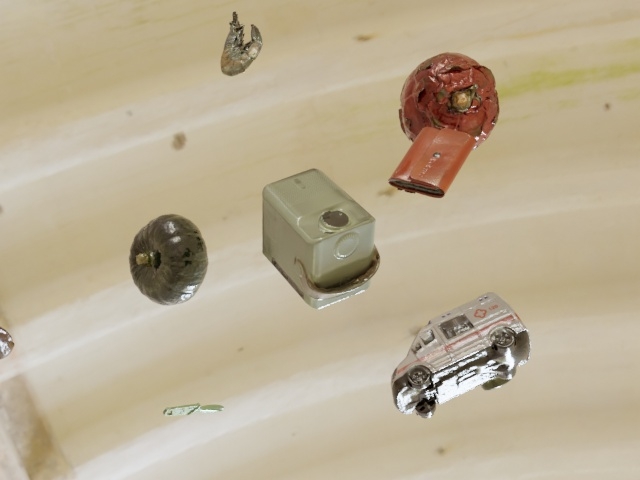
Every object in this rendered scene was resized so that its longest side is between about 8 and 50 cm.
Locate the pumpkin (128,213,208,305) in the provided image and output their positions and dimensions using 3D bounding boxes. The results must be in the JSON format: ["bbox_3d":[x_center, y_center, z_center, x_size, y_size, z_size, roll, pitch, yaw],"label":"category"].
[{"bbox_3d":[-0.352,0.043,2.143,0.211,0.152,0.212,-1,-91,31],"label":"pumpkin"}]

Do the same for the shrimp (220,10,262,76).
[{"bbox_3d":[-0.145,-0.370,1.749,0.034,0.091,0.161,50,31,-48],"label":"shrimp"}]

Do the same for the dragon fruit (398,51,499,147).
[{"bbox_3d":[0.343,-0.355,2.495,0.277,0.277,0.342,64,-9,6],"label":"dragon fruit"}]

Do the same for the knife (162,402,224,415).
[{"bbox_3d":[-0.233,0.316,1.752,0.014,0.030,0.207,52,15,21],"label":"knife"}]

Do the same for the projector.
[{"bbox_3d":[0.000,0.000,1.802,0.242,0.163,0.177,47,-33,40],"label":"projector"}]

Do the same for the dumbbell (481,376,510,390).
[{"bbox_3d":[0.255,0.176,1.465,0.118,0.052,0.046,65,-12,4],"label":"dumbbell"}]

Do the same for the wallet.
[{"bbox_3d":[0.263,-0.187,2.187,0.142,0.204,0.045,16,-40,24],"label":"wallet"}]

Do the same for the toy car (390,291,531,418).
[{"bbox_3d":[0.181,0.155,1.289,0.089,0.209,0.108,73,-10,-49],"label":"toy car"}]

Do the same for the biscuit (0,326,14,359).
[{"bbox_3d":[-0.558,0.122,1.428,0.192,0.049,0.192,17,-27,9],"label":"biscuit"}]
